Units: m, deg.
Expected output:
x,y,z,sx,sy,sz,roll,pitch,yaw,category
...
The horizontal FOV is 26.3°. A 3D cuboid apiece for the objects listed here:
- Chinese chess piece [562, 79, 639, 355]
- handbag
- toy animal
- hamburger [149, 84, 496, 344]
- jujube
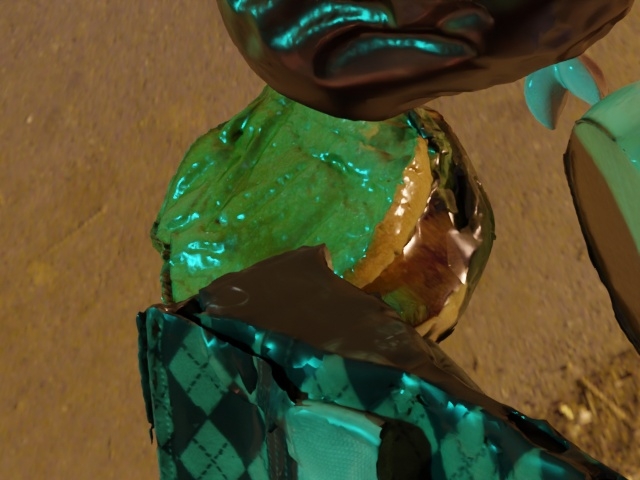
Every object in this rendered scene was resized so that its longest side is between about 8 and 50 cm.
x,y,z,sx,sy,sz,roll,pitch,yaw,category
0.277,-0.001,1.034,0.103,0.250,0.250,-22,116,-3,Chinese chess piece
0.088,0.193,0.664,0.180,0.416,0.317,-21,122,-33,handbag
0.205,-0.213,1.238,0.124,0.124,0.212,-20,108,7,toy animal
0.001,-0.002,1.080,0.265,0.285,0.134,-39,128,17,hamburger
0.049,-0.132,0.610,0.155,0.230,0.155,-2,94,-34,jujube
